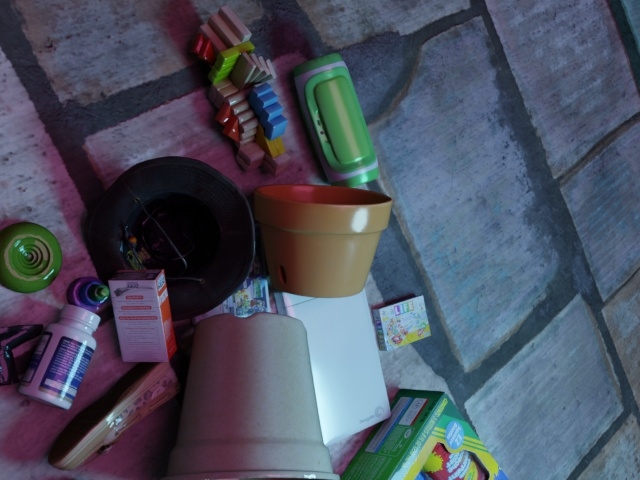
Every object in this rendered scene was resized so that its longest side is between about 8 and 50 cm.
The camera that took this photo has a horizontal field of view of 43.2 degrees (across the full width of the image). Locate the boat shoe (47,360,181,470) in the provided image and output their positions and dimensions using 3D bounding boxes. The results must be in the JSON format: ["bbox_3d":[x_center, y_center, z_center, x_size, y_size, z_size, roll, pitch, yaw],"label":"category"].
[{"bbox_3d":[-0.363,0.323,1.468,0.285,0.104,0.089,-42,113,-36],"label":"boat shoe"}]

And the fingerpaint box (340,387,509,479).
[{"bbox_3d":[0.223,0.631,1.854,0.445,0.163,0.371,-48,113,-32],"label":"fingerpaint box"}]

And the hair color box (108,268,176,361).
[{"bbox_3d":[-0.327,0.139,1.493,0.053,0.093,0.167,-69,156,-66],"label":"hair color box"}]

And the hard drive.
[{"bbox_3d":[0.033,0.263,1.825,0.233,0.047,0.353,-14,94,-38],"label":"hard drive"}]

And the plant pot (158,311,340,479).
[{"bbox_3d":[-0.134,0.308,1.542,0.333,0.333,0.306,14,66,-36],"label":"plant pot"}]

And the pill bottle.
[{"bbox_3d":[-0.452,0.203,1.419,0.094,0.094,0.170,32,66,-31],"label":"pill bottle"}]

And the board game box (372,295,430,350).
[{"bbox_3d":[0.200,0.201,1.977,0.154,0.026,0.104,-14,92,-38],"label":"board game box"}]

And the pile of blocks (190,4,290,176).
[{"bbox_3d":[-0.167,-0.293,1.672,0.112,0.149,0.362,-34,106,-36],"label":"pile of blocks"}]

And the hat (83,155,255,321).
[{"bbox_3d":[-0.267,-0.013,1.528,0.331,0.331,0.134,65,14,-13],"label":"hat"}]

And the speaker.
[{"bbox_3d":[0.036,-0.269,1.845,0.131,0.131,0.297,-25,100,-38],"label":"speaker"}]

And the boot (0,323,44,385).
[{"bbox_3d":[-0.534,0.197,1.388,0.121,0.045,0.099,-6,86,-31],"label":"boot"}]

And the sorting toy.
[{"bbox_3d":[-0.506,0.011,1.382,0.365,0.126,0.127,39,62,-27],"label":"sorting toy"}]

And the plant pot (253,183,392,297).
[{"bbox_3d":[0.000,0.000,1.703,0.290,0.290,0.204,-5,103,-39],"label":"plant pot"}]

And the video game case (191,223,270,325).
[{"bbox_3d":[-0.193,0.068,1.687,0.183,0.023,0.202,-3,85,-38],"label":"video game case"}]
